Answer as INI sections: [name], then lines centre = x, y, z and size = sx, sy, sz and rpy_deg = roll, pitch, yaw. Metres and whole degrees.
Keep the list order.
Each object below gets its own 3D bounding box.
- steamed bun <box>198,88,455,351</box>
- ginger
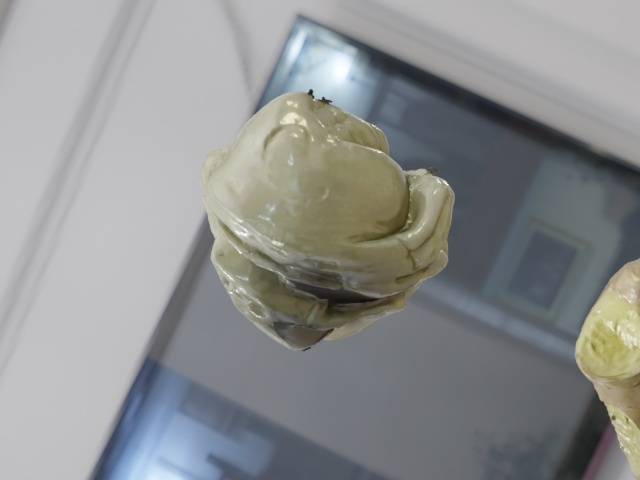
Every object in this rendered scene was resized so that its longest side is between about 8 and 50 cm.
[steamed bun]
centre = 0.000, 0.000, 1.836
size = 0.320, 0.275, 0.206
rpy_deg = 31, -129, -41
[ginger]
centre = 0.270, 0.125, 1.304
size = 0.131, 0.086, 0.294
rpy_deg = -48, -49, -28
